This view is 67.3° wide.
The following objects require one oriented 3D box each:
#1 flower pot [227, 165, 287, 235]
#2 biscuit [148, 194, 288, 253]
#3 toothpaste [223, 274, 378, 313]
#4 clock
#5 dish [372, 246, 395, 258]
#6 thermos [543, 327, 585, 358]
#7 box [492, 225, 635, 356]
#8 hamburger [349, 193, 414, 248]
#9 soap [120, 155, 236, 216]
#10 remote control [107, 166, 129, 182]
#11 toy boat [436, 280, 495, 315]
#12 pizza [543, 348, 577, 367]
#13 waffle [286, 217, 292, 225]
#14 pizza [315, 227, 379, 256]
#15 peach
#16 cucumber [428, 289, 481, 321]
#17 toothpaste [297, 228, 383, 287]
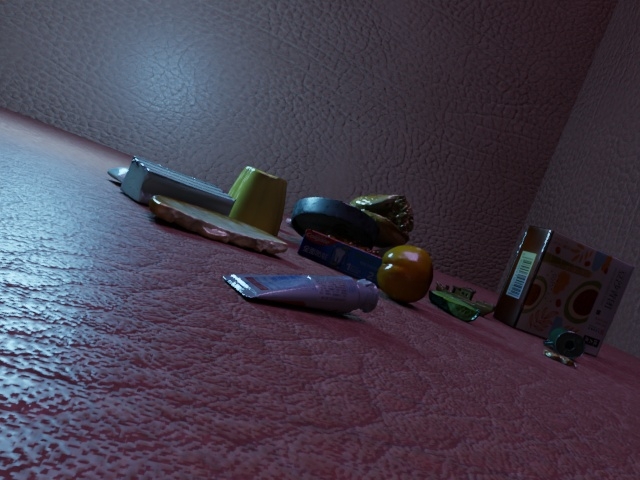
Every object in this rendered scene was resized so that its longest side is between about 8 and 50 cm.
[{"bbox_3d":[-0.197,-0.126,1.492,0.195,0.179,0.195,19,3,-1],"label":"flower pot"},{"bbox_3d":[-0.236,-0.036,1.057,0.309,0.040,0.204,19,5,-35],"label":"biscuit"},{"bbox_3d":[-0.018,0.073,0.698,0.234,0.057,0.089,11,8,-35],"label":"toothpaste"},{"bbox_3d":[0.047,-0.044,1.649,0.313,0.061,0.312,16,-22,6],"label":"clock"},{"bbox_3d":[0.206,0.078,1.708,0.141,0.078,0.141,-14,-9,-2],"label":"dish"},{"bbox_3d":[0.705,0.296,1.393,0.073,0.083,0.188,45,10,17],"label":"thermos"},{"bbox_3d":[0.839,0.176,1.663,0.385,0.344,0.122,20,3,-17],"label":"box"},{"bbox_3d":[0.209,-0.074,1.704,0.243,0.146,0.286,18,-20,-14],"label":"hamburger"},{"bbox_3d":[-0.348,-0.113,1.198,0.261,0.094,0.150,19,9,-44],"label":"soap"},{"bbox_3d":[-0.453,-0.149,1.379,0.293,0.051,0.103,19,4,-45],"label":"remote control"},{"bbox_3d":[0.475,0.186,1.592,0.206,0.072,0.064,25,4,34],"label":"toy boat"},{"bbox_3d":[0.592,0.291,1.187,0.083,0.016,0.037,24,11,21],"label":"pizza"},{"bbox_3d":[-0.055,-0.058,2.247,0.221,0.055,0.234,19,-1,-10],"label":"waffle"},{"bbox_3d":[0.107,0.039,1.541,0.305,0.085,0.161,24,3,16],"label":"pizza"},{"bbox_3d":[0.199,0.076,1.135,0.138,0.138,0.138,21,4,-2],"label":"peach"},{"bbox_3d":[0.352,0.174,1.317,0.070,0.046,0.220,18,3,-14],"label":"cucumber"},{"bbox_3d":[0.099,0.060,1.283,0.320,0.076,0.066,23,4,11],"label":"toothpaste"}]
